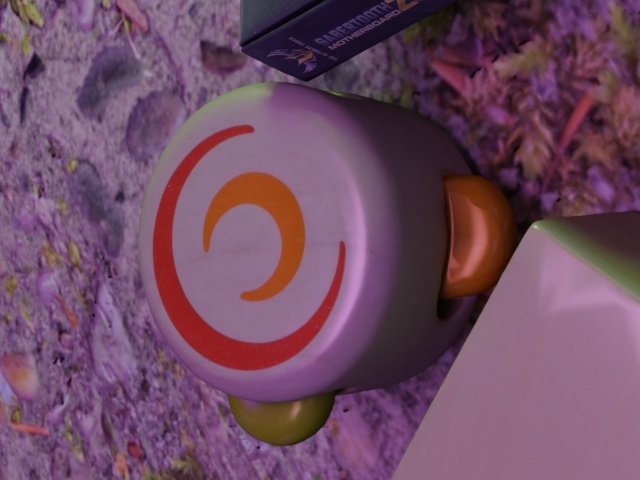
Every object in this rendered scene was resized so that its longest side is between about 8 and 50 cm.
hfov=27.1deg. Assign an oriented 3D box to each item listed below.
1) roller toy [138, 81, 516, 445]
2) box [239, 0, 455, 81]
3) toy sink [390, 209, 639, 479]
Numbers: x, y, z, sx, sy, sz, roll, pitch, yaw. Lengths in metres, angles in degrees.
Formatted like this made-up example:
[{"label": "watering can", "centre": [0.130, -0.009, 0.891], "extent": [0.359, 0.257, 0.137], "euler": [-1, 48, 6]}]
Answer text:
[{"label": "roller toy", "centre": [0.000, 0.000, 0.823], "extent": [0.209, 0.146, 0.191], "euler": [-49, 64, 25]}, {"label": "box", "centre": [0.034, -0.230, 0.755], "extent": [0.183, 0.059, 0.233], "euler": [-23, 57, 43]}, {"label": "toy sink", "centre": [0.150, 0.122, 0.721], "extent": [0.152, 0.131, 0.234], "euler": [39, 116, 31]}]
